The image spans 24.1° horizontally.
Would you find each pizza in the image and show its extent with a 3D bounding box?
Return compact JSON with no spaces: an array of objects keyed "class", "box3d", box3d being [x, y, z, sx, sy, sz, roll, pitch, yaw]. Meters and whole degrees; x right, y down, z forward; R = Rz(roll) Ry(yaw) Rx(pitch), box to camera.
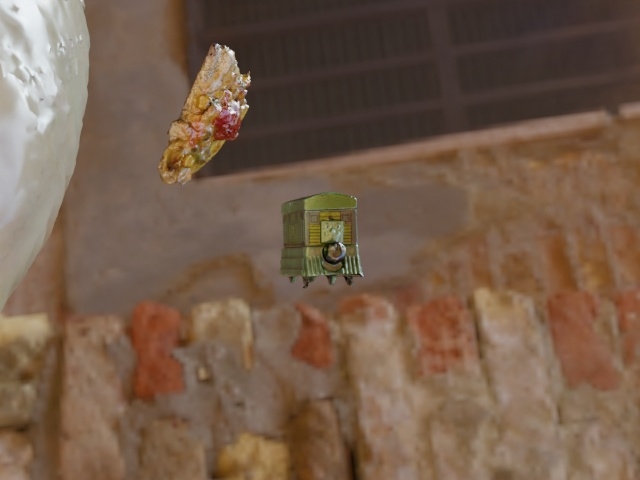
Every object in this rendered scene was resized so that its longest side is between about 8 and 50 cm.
[{"class":"pizza","box3d":[-0.056,-0.069,0.813,0.083,0.025,0.078,-49,162,-41]}]

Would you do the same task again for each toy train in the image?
[{"class":"toy train","box3d":[0.000,0.000,0.907,0.093,0.038,0.056,177,-88,-78]}]

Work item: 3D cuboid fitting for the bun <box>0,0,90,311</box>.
[{"class":"bun","box3d":[-0.263,-0.034,0.726,0.234,0.326,0.362,31,58,-35]}]
